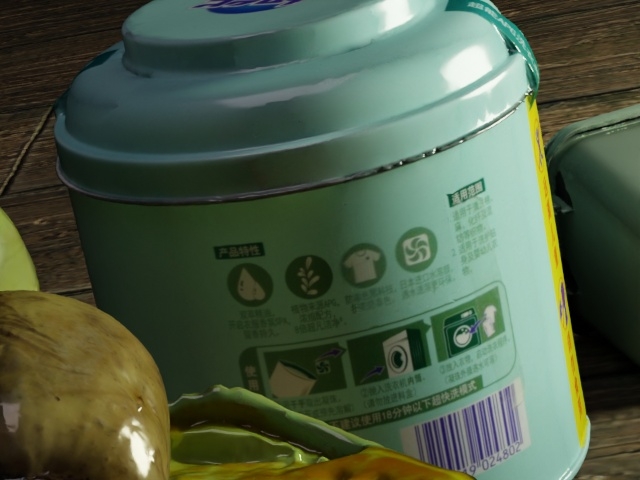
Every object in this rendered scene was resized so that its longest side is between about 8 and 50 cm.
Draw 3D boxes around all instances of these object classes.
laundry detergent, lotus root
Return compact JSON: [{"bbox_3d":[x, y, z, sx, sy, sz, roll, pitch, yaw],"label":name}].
[{"bbox_3d":[0.000,0.000,1.168,0.287,0.305,0.287,-10,19,3],"label":"laundry detergent"},{"bbox_3d":[-0.126,0.080,0.802,0.125,0.118,0.221,4,18,-16],"label":"lotus root"}]

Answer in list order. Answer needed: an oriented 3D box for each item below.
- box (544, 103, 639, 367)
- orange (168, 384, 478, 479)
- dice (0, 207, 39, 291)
[{"bbox_3d":[0.275,-0.006,1.271,0.243,0.163,0.135,-16,29,-14],"label":"box"},{"bbox_3d":[-0.067,0.184,0.874,0.262,0.196,0.334,23,41,34],"label":"orange"},{"bbox_3d":[-0.311,0.056,1.386,0.169,0.166,0.169,3,25,33],"label":"dice"}]
